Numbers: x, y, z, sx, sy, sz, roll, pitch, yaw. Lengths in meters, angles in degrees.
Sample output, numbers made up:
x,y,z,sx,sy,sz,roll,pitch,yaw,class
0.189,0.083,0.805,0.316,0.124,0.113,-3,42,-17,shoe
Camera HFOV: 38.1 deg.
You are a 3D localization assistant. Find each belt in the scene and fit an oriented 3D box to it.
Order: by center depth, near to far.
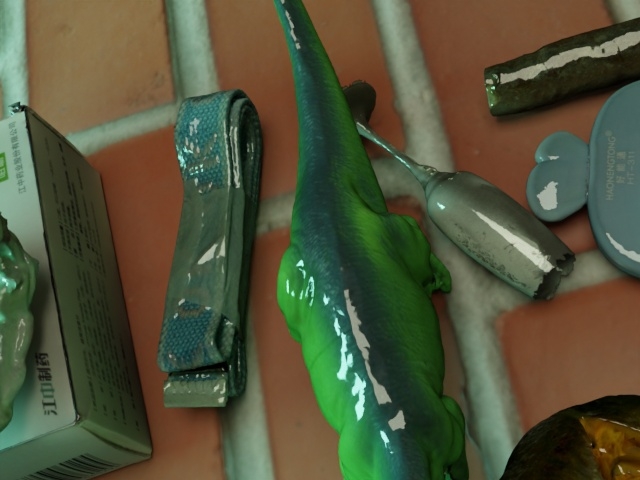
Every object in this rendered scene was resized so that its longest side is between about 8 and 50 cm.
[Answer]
x,y,z,sx,sy,sz,roll,pitch,yaw,class
-0.101,0.001,0.839,0.072,0.087,0.302,-4,67,13,belt

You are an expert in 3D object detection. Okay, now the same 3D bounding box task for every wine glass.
x,y,z,sx,sy,sz,roll,pitch,yaw,class
0.110,-0.040,0.801,0.074,0.074,0.262,-46,63,-5,wine glass

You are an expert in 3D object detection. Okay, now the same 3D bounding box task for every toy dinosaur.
x,y,z,sx,sy,sz,roll,pitch,yaw,class
0.000,0.000,0.623,0.144,0.374,0.500,-20,100,8,toy dinosaur

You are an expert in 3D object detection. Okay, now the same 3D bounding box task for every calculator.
x,y,z,sx,sy,sz,roll,pitch,yaw,class
0.323,-0.051,0.751,0.303,0.042,0.188,1,69,18,calculator

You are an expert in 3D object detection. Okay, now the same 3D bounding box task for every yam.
x,y,z,sx,sy,sz,roll,pitch,yaw,class
0.279,-0.167,0.808,0.274,0.061,0.061,-14,64,13,yam

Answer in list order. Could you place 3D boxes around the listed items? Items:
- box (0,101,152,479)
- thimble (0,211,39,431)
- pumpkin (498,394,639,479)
x,y,z,sx,sy,sz,roll,pitch,yaw,class
-0.285,0.059,0.842,0.173,0.145,0.332,-21,64,6,box
-0.309,0.061,0.674,0.149,0.185,0.211,-3,33,15,thimble
0.216,0.218,0.603,0.238,0.159,0.238,-1,52,1,pumpkin
